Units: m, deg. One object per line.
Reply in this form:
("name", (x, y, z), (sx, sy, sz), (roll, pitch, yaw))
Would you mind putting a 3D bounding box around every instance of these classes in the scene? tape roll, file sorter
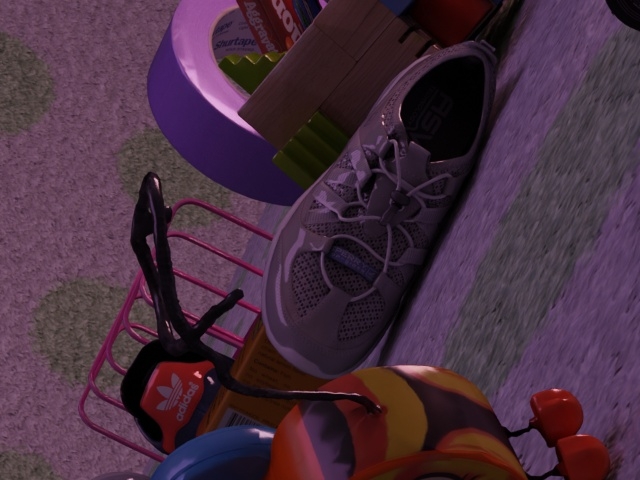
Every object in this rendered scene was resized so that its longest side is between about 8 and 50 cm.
("tape roll", (-0.051, -0.169, 2.036), (0.090, 0.275, 0.275), (-59, 7, 43))
("file sorter", (-0.164, 0.119, 2.268), (0.291, 0.182, 0.202), (-58, 7, 45))

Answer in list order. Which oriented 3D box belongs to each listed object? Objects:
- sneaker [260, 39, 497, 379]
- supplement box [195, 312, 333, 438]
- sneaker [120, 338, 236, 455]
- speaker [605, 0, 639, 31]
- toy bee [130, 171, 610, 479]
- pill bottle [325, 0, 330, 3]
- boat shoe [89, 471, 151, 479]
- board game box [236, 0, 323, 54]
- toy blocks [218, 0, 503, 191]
("sneaker", (0.043, -0.034, 1.306), (0.281, 0.105, 0.115), (-65, 5, -23))
("supplement box", (-0.023, 0.092, 1.510), (0.233, 0.080, 0.078), (-59, 8, 18))
("sneaker", (-0.128, 0.160, 1.846), (0.131, 0.148, 0.350), (-64, 4, -10))
("speaker", (0.170, -0.156, 0.892), (0.055, 0.055, 0.136), (-60, 6, 36))
("toy bee", (0.022, 0.117, 0.654), (0.298, 0.162, 0.195), (102, 159, -56))
("pill bottle", (0.123, -0.370, 1.788), (0.334, 0.188, 0.188), (-61, 5, 26))
("boat shoe", (-0.194, 0.377, 1.501), (0.156, 0.135, 0.367), (112, 166, -51))
("board game box", (-0.006, -0.167, 1.826), (0.027, 0.281, 0.145), (-16, 27, 23))
("toy blocks", (0.074, -0.187, 1.552), (0.261, 0.191, 0.381), (-49, -1, 14))
